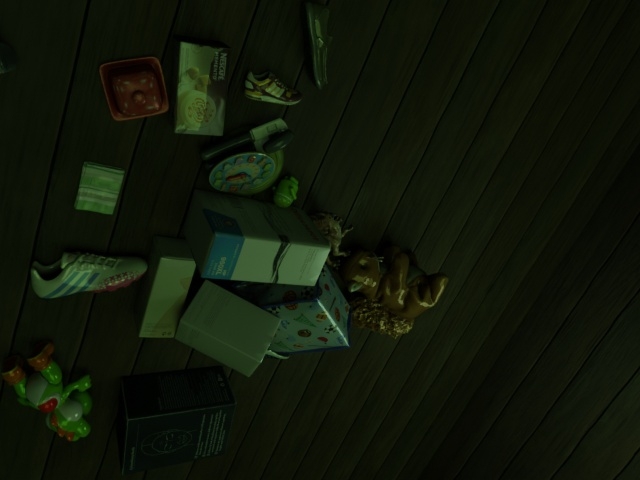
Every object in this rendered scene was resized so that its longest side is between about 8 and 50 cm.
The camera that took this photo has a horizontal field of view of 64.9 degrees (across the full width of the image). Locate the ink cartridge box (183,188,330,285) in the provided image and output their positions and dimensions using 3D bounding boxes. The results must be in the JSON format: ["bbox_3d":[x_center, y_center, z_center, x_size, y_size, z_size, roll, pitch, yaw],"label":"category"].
[{"bbox_3d":[-0.207,-0.006,1.623,0.395,0.285,0.166,8,117,-31],"label":"ink cartridge box"}]

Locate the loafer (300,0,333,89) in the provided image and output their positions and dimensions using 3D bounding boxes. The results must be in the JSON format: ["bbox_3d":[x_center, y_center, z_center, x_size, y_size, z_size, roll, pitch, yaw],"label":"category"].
[{"bbox_3d":[0.002,-0.576,1.491,0.087,0.094,0.251,-15,125,-14],"label":"loafer"}]

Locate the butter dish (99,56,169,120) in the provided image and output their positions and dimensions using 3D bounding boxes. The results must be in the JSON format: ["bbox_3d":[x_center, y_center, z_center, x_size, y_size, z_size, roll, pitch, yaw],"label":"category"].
[{"bbox_3d":[-0.487,-0.392,1.339,0.160,0.118,0.160,-15,125,-18],"label":"butter dish"}]

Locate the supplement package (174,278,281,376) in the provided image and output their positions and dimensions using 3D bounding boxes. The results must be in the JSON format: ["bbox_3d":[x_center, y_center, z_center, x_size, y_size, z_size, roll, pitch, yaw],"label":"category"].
[{"bbox_3d":[-0.314,0.300,1.703,0.293,0.177,0.175,29,143,-4],"label":"supplement package"}]

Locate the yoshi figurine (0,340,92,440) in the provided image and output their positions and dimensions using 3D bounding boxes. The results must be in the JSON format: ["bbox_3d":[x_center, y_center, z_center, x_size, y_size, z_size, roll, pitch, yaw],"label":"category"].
[{"bbox_3d":[-0.896,0.511,1.705,0.203,0.203,0.362,-49,126,-46],"label":"yoshi figurine"}]

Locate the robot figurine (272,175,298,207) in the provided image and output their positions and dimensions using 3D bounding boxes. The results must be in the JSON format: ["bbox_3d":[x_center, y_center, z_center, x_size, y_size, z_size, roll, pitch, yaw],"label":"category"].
[{"bbox_3d":[-0.118,-0.161,1.698,0.067,0.101,0.115,41,66,-46],"label":"robot figurine"}]

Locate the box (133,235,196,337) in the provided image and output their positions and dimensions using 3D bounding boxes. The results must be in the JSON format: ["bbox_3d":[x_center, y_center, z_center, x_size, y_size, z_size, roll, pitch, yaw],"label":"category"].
[{"bbox_3d":[-0.516,0.155,1.658,0.121,0.148,0.311,8,117,-32],"label":"box"}]

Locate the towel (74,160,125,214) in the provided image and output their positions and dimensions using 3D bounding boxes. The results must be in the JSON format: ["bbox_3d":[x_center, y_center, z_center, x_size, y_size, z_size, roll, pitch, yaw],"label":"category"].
[{"bbox_3d":[-0.647,-0.150,1.472,0.113,0.023,0.152,11,114,-31],"label":"towel"}]

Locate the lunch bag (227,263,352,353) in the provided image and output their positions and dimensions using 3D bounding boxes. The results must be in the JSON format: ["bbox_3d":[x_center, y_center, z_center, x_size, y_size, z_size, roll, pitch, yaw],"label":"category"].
[{"bbox_3d":[-0.115,0.253,1.861,0.385,0.239,0.328,-14,130,20],"label":"lunch bag"}]

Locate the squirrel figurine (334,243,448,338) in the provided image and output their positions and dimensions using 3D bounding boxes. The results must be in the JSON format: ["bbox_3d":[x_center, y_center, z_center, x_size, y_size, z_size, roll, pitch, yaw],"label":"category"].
[{"bbox_3d":[0.231,0.207,2.009,0.370,0.281,0.397,12,111,-26],"label":"squirrel figurine"}]

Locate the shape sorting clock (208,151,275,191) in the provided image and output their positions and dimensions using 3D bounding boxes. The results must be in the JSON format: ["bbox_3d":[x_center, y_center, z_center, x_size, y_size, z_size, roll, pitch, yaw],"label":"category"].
[{"bbox_3d":[-0.238,-0.205,1.537,0.206,0.040,0.206,-16,162,-5],"label":"shape sorting clock"}]

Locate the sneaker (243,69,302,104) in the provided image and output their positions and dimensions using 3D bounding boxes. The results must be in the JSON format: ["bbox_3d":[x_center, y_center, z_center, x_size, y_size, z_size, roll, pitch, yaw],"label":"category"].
[{"bbox_3d":[-0.135,-0.461,1.510,0.185,0.069,0.084,-3,126,-27],"label":"sneaker"}]

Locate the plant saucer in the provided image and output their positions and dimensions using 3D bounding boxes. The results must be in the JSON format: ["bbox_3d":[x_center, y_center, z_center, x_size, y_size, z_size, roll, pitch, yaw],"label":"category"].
[{"bbox_3d":[-0.225,-0.248,1.621,0.241,0.037,0.241,-13,125,-19],"label":"plant saucer"}]

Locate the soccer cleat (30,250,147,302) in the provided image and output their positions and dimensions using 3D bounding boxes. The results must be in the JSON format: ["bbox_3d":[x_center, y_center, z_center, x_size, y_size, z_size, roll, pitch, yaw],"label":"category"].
[{"bbox_3d":[-0.704,0.089,1.535,0.331,0.116,0.143,-15,126,-19],"label":"soccer cleat"}]

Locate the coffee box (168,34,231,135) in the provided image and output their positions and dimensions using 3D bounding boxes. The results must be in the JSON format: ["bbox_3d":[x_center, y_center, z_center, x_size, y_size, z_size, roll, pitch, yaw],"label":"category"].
[{"bbox_3d":[-0.339,-0.428,1.404,0.141,0.098,0.247,-2,121,-27],"label":"coffee box"}]

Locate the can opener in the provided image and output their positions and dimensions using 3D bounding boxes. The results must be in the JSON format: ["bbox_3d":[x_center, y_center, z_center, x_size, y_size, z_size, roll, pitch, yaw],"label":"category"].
[{"bbox_3d":[-0.218,-0.284,1.515,0.283,0.095,0.076,-26,127,-11],"label":"can opener"}]

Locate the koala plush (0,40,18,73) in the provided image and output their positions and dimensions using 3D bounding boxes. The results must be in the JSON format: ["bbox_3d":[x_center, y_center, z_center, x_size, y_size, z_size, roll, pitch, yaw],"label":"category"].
[{"bbox_3d":[-0.834,-0.434,1.101,0.221,0.203,0.196,-12,125,-7],"label":"koala plush"}]

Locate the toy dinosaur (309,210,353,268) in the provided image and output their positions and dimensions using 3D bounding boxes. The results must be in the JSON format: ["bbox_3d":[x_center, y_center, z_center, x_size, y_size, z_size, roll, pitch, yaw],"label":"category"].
[{"bbox_3d":[0.000,0.000,1.850,0.200,0.127,0.296,26,118,-29],"label":"toy dinosaur"}]

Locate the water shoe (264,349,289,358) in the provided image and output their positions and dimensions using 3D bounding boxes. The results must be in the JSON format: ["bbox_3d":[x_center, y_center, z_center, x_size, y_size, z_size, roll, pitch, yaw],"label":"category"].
[{"bbox_3d":[-0.220,0.451,2.065,0.203,0.073,0.080,24,133,-37],"label":"water shoe"}]

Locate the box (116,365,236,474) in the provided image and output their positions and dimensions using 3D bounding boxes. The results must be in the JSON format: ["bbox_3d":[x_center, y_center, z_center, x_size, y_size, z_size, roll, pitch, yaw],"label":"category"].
[{"bbox_3d":[-0.558,0.680,1.929,0.395,0.212,0.294,1,120,-29],"label":"box"}]
